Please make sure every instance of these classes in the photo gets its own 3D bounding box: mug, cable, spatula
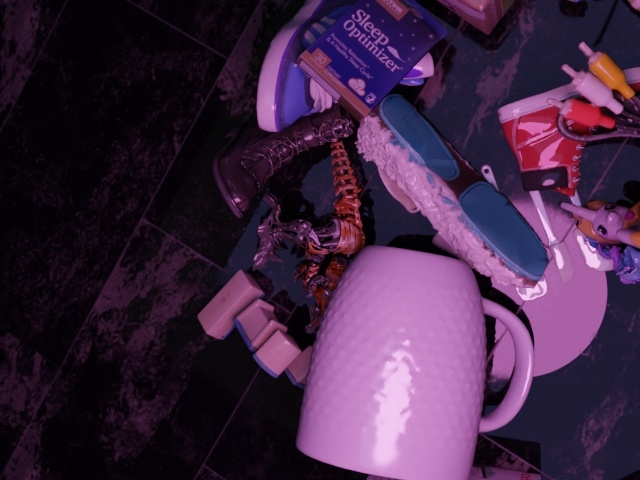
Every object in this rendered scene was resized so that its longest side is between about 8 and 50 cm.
[{"bbox_3d":[0.168,0.190,1.457,0.374,0.276,0.327,11,87,-18],"label":"mug"},{"bbox_3d":[0.478,-0.177,1.401,0.287,0.072,0.139,29,106,2],"label":"cable"},{"bbox_3d":[0.369,-0.037,1.540,0.168,0.019,0.241,-22,88,14],"label":"spatula"}]

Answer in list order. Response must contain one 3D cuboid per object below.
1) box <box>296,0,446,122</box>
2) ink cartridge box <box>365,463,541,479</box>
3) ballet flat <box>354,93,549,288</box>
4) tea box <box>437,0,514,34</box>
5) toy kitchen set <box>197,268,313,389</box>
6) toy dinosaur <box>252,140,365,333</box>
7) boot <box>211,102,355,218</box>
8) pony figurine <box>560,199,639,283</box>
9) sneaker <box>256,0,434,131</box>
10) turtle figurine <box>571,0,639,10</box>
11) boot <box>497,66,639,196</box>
[{"bbox_3d":[0.087,-0.305,1.427,0.136,0.036,0.225,43,70,0],"label":"box"},{"bbox_3d":[0.218,0.440,1.503,0.278,0.201,0.117,7,94,12],"label":"ink cartridge box"},{"bbox_3d":[0.207,-0.068,1.532,0.147,0.147,0.409,-41,78,12],"label":"ballet flat"},{"bbox_3d":[0.221,-0.558,1.447,0.329,0.220,0.323,36,100,9],"label":"tea box"},{"bbox_3d":[-0.090,0.183,1.637,0.122,0.166,0.207,-46,46,10],"label":"toy kitchen set"},{"bbox_3d":[0.000,0.000,1.587,0.219,0.164,0.321,8,76,-2],"label":"toy dinosaur"},{"bbox_3d":[-0.053,-0.160,1.532,0.229,0.263,0.091,-18,127,18],"label":"boot"},{"bbox_3d":[0.567,-0.001,1.359,0.351,0.363,0.302,17,89,-6],"label":"pony figurine"},{"bbox_3d":[0.057,-0.280,1.477,0.236,0.130,0.322,14,51,16],"label":"sneaker"},{"bbox_3d":[0.519,-0.433,1.401,0.266,0.274,0.198,-46,117,7],"label":"turtle figurine"},{"bbox_3d":[0.428,-0.171,1.486,0.244,0.088,0.176,-20,92,11],"label":"boot"}]
